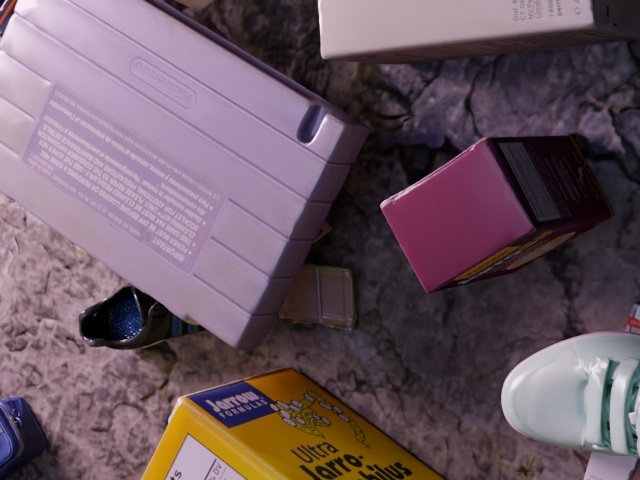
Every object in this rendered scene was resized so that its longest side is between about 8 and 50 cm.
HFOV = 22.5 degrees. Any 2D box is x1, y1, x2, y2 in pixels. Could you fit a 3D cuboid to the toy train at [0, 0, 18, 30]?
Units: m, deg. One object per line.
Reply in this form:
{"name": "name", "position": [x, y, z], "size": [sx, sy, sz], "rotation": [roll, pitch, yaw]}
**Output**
{"name": "toy train", "position": [-0.249, -0.266, 1.521], "size": [0.105, 0.080, 0.184], "rotation": [44, 112, 13]}

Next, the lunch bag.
{"name": "lunch bag", "position": [-0.328, 0.201, 1.605], "size": [0.098, 0.065, 0.067], "rotation": [-38, 76, 26]}

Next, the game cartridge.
{"name": "game cartridge", "position": [-0.150, -0.085, 1.420], "size": [0.355, 0.068, 0.230], "rotation": [33, 111, 22]}

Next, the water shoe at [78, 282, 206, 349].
{"name": "water shoe", "position": [-0.132, 0.057, 1.479], "size": [0.203, 0.080, 0.073], "rotation": [-27, 81, 27]}

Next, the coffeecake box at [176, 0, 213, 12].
{"name": "coffeecake box", "position": [-0.114, -0.322, 1.433], "size": [0.142, 0.068, 0.185], "rotation": [-36, 76, 13]}

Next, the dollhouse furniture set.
{"name": "dollhouse furniture set", "position": [0.000, 0.000, 1.436], "size": [0.076, 0.058, 0.151], "rotation": [6, 116, 21]}

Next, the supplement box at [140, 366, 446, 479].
{"name": "supplement box", "position": [0.021, 0.293, 1.349], "size": [0.356, 0.195, 0.194], "rotation": [35, 109, 21]}

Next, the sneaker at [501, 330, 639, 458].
{"name": "sneaker", "position": [0.229, 0.121, 1.187], "size": [0.256, 0.151, 0.094], "rotation": [-3, 93, 32]}

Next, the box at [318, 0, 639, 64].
{"name": "box", "position": [0.129, -0.214, 1.278], "size": [0.232, 0.148, 0.127], "rotation": [-2, 92, 28]}

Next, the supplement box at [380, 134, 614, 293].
{"name": "supplement box", "position": [0.142, -0.024, 1.262], "size": [0.104, 0.188, 0.081], "rotation": [-32, 79, 27]}

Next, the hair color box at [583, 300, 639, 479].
{"name": "hair color box", "position": [0.276, 0.139, 1.279], "size": [0.093, 0.053, 0.167], "rotation": [18, 103, 26]}
